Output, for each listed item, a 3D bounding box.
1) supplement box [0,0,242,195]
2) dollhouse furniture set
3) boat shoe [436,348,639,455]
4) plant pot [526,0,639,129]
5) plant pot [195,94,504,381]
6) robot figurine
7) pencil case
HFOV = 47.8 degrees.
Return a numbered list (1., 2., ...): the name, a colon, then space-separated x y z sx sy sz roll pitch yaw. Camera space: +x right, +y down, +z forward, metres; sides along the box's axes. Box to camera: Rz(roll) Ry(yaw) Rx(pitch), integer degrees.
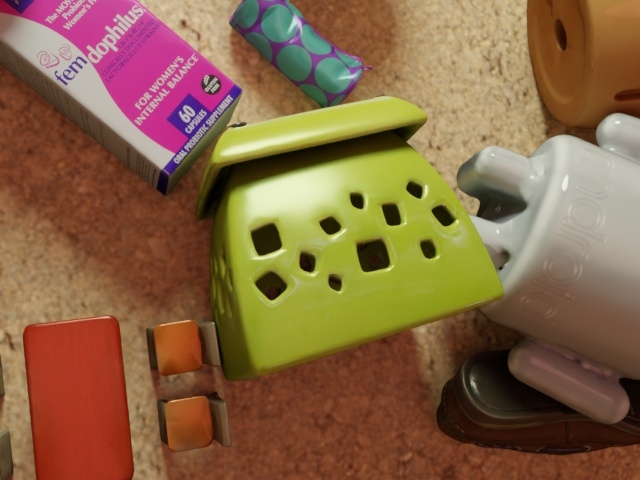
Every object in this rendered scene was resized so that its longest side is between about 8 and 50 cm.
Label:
1. supplement box: -0.198 -0.160 0.689 0.220 0.114 0.111 39 77 -7
2. dollhouse furniture set: -0.208 0.198 0.639 0.261 0.135 0.259 -7 87 -16
3. boat shoe: 0.277 0.178 0.797 0.307 0.104 0.111 7 50 -11
4. plant pot: 0.353 -0.237 0.782 0.203 0.291 0.291 -11 88 0
5. plant pot: 0.000 0.000 0.676 0.227 0.228 0.207 -14 83 -16
6. robot figurine: 0.294 0.026 0.721 0.353 0.200 0.300 22 91 0
7. pencil case: -0.023 -0.208 0.766 0.151 0.064 0.070 42 101 -9
